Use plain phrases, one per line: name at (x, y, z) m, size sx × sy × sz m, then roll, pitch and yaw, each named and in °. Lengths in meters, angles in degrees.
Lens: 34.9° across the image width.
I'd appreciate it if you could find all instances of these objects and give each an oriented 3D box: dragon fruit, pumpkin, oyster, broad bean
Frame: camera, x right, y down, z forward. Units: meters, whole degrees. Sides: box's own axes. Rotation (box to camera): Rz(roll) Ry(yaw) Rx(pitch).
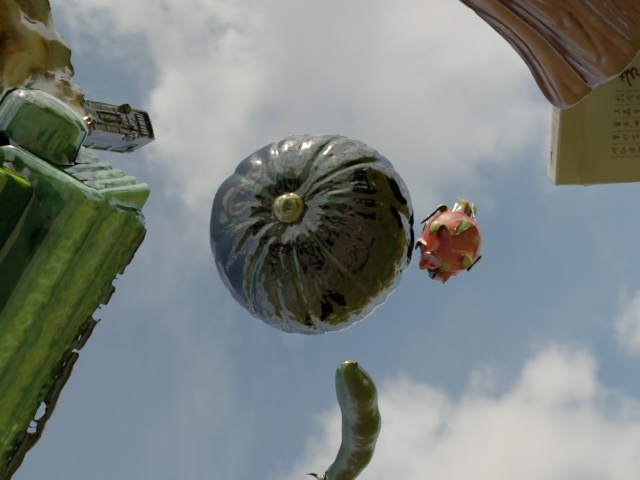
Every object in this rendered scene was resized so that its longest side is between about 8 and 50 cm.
dragon fruit at (0.168, -0.002, 1.295) m, size 0.086 × 0.081 × 0.116 m, roll 53°, pitch -134°, yaw -13°
pumpkin at (0.000, 0.000, 1.241) m, size 0.248 × 0.248 × 0.248 m, roll -12°, pitch -67°, yaw -31°
oyster at (-0.251, -0.188, 0.699) m, size 0.133 × 0.337 × 0.198 m, roll -12°, pitch -28°, yaw 9°
broad bean at (0.032, 0.213, 1.136) m, size 0.069 × 0.039 × 0.227 m, roll 12°, pitch -50°, yaw -2°

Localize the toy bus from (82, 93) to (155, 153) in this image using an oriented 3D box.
toy bus at (-0.220, -0.110, 0.976) m, size 0.130 × 0.052 × 0.037 m, roll 3°, pitch -114°, yaw -56°

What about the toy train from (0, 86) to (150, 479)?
toy train at (-0.225, 0.065, 0.482) m, size 0.330 × 0.138 × 0.178 m, roll -60°, pitch -20°, yaw -1°

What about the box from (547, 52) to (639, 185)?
box at (0.477, -0.177, 1.286) m, size 0.365 × 0.051 × 0.205 m, roll -3°, pitch -65°, yaw -1°

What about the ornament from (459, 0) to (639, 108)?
ornament at (0.214, -0.278, 0.959) m, size 0.217 × 0.221 × 0.235 m, roll 32°, pitch -100°, yaw -15°
